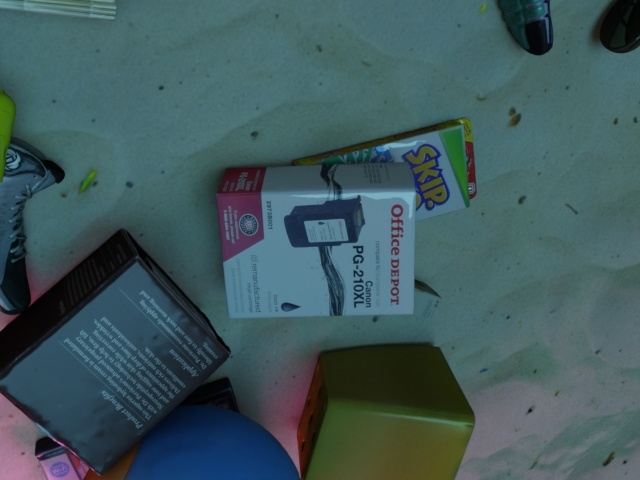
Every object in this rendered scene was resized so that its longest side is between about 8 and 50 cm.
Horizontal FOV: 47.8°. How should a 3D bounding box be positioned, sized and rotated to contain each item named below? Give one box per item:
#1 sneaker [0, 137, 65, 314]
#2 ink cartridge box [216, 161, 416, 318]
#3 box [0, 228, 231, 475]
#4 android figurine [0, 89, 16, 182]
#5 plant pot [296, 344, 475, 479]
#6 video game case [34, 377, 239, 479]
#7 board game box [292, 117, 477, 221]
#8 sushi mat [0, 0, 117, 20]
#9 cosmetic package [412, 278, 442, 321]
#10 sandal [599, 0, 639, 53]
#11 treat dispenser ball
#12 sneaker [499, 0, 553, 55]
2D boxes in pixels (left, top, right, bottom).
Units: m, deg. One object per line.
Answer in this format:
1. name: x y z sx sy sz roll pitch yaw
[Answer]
1. sneaker: -0.348 -0.029 0.830 0.132 0.086 0.229 -22 115 -12
2. ink cartridge box: 0.000 0.000 0.907 0.237 0.100 0.172 -2 114 2
3. box: -0.247 0.122 0.856 0.203 0.167 0.168 -41 113 -8
4. android figurine: -0.440 -0.133 0.729 0.248 0.056 0.273 12 87 -13
5. plant pot: 0.074 0.271 1.031 0.187 0.212 0.212 12 107 -9
6. video game case: -0.233 0.348 1.044 0.274 0.035 0.248 -17 115 -11
7. board game box: 0.098 -0.079 0.984 0.259 0.039 0.124 -17 115 -14
8. sushi mat: -0.361 -0.310 0.716 0.316 0.019 0.152 1 98 -16
9. cosmetic package: 0.109 0.071 1.032 0.115 0.060 0.041 21 102 -26
10. sandal: 0.469 -0.337 0.975 0.060 0.090 0.219 30 98 -43
11. treat dispenser ball: -0.157 0.350 0.888 0.288 0.288 0.288 -6 113 -16
12. sneaker: 0.272 -0.349 0.907 0.098 0.083 0.224 -31 116 -10
